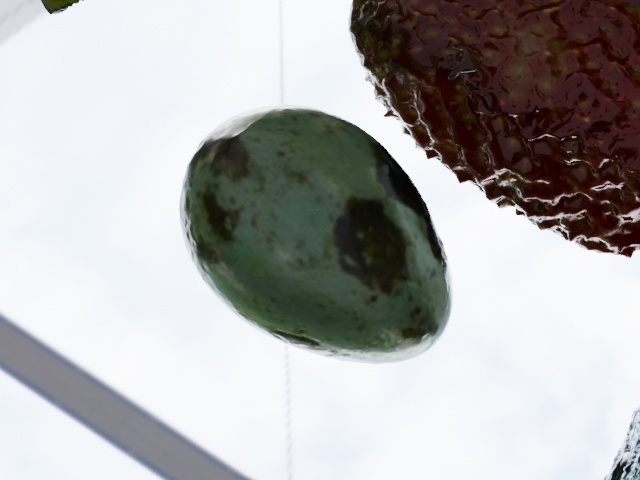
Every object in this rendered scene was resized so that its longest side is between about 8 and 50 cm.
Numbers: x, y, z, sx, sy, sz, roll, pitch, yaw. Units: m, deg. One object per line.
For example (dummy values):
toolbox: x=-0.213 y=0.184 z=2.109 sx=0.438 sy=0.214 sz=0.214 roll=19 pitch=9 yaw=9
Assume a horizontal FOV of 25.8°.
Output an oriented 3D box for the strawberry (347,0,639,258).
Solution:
strawberry: x=0.203 y=-0.131 z=1.183 sx=0.344 sy=0.292 sz=0.292 roll=5 pitch=-105 yaw=-21

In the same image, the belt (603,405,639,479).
belt: x=0.293 y=0.223 z=1.007 sx=0.207 sy=0.295 sz=0.160 roll=25 pitch=-107 yaw=-6

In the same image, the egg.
egg: x=0.000 y=0.000 z=1.042 sx=0.231 sy=0.169 sz=0.169 roll=42 pitch=-90 yaw=-1

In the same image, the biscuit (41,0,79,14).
biscuit: x=-0.215 y=-0.257 z=0.855 sx=0.048 sy=0.026 sz=0.292 roll=-30 pitch=-104 yaw=-14
